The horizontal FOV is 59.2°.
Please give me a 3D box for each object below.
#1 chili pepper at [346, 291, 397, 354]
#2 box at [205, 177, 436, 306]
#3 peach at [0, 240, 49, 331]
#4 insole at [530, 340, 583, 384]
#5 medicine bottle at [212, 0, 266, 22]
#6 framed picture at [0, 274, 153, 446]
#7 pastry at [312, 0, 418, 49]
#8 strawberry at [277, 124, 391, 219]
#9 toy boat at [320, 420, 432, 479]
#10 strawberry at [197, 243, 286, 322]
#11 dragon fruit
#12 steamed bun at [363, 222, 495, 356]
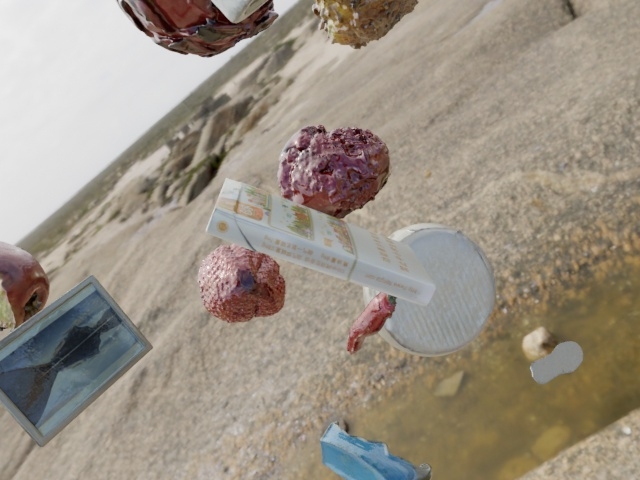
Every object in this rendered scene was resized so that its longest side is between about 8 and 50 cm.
[{"bbox_3d":[0.095,0.141,1.028,0.268,0.050,0.059,122,165,-46],"label":"chili pepper"},{"bbox_3d":[0.000,-0.001,0.568,0.122,0.220,0.032,-100,32,-69],"label":"box"},{"bbox_3d":[-0.680,0.077,1.143,0.267,0.159,0.154,6,7,15],"label":"peach"},{"bbox_3d":[0.537,0.276,1.273,0.197,0.065,0.004,-16,-19,-35],"label":"insole"},{"bbox_3d":[-0.092,-0.267,0.327,0.144,0.252,0.144,-35,19,15],"label":"medicine bottle"},{"bbox_3d":[-0.360,0.165,0.805,0.015,0.150,0.203,-24,15,50],"label":"framed picture"},{"bbox_3d":[0.124,-0.678,1.459,0.405,0.292,0.337,-61,12,-21],"label":"pastry"},{"bbox_3d":[0.025,-0.158,1.251,0.274,0.220,0.274,-35,7,5],"label":"strawberry"},{"bbox_3d":[0.084,0.347,0.896,0.185,0.075,0.077,11,25,42],"label":"toy boat"},{"bbox_3d":[-0.227,0.117,1.622,0.249,0.239,0.288,-14,-3,-10],"label":"strawberry"},{"bbox_3d":[-0.146,-0.353,0.690,0.244,0.244,0.298,-43,34,-14],"label":"dragon fruit"},{"bbox_3d":[0.298,0.138,1.602,0.374,0.374,0.241,-41,1,-5],"label":"steamed bun"}]
